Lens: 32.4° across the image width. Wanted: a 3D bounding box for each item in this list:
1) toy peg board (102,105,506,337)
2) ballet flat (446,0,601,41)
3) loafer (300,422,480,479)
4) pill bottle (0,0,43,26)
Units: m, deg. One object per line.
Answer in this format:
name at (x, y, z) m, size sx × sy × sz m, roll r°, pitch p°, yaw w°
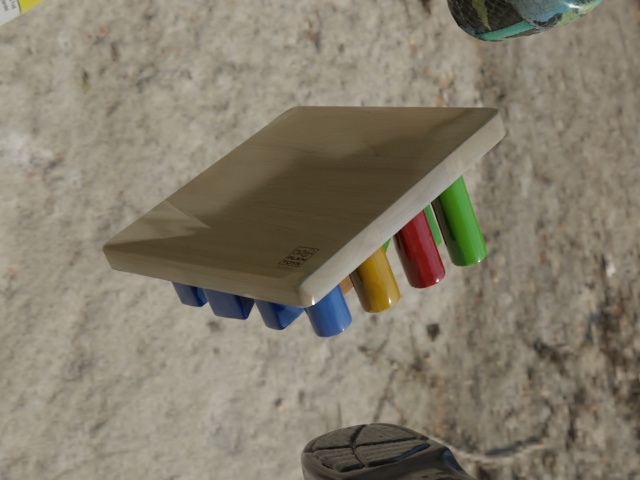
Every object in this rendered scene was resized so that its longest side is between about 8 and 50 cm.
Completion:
toy peg board at (0.000, 0.000, 0.592) m, size 0.160 × 0.161 × 0.079 m, roll -41°, pitch 121°, yaw -33°
ballet flat at (0.072, -0.157, 0.421) m, size 0.070 × 0.070 × 0.188 m, roll 40°, pitch 49°, yaw -45°
loafer at (0.069, 0.185, 0.615) m, size 0.109 × 0.302 × 0.095 m, roll -11°, pitch 100°, yaw -16°
pill bottle at (-0.180, -0.276, 0.737) m, size 0.334 × 0.188 × 0.188 m, roll -34°, pitch 115°, yaw -12°
